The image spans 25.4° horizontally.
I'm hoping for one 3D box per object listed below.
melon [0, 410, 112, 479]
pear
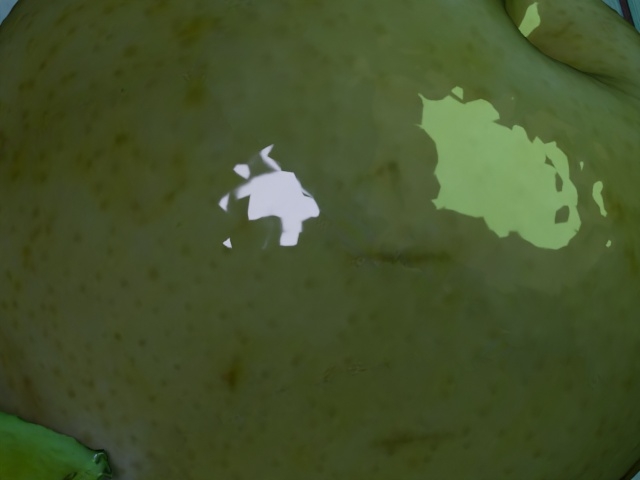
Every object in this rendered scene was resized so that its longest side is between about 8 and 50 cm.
[{"bbox_3d":[-0.208,0.133,0.435,0.169,0.129,0.265,22,23,20],"label":"melon"},{"bbox_3d":[0.000,0.000,0.638,0.348,0.348,0.348,34,41,-36],"label":"pear"}]
